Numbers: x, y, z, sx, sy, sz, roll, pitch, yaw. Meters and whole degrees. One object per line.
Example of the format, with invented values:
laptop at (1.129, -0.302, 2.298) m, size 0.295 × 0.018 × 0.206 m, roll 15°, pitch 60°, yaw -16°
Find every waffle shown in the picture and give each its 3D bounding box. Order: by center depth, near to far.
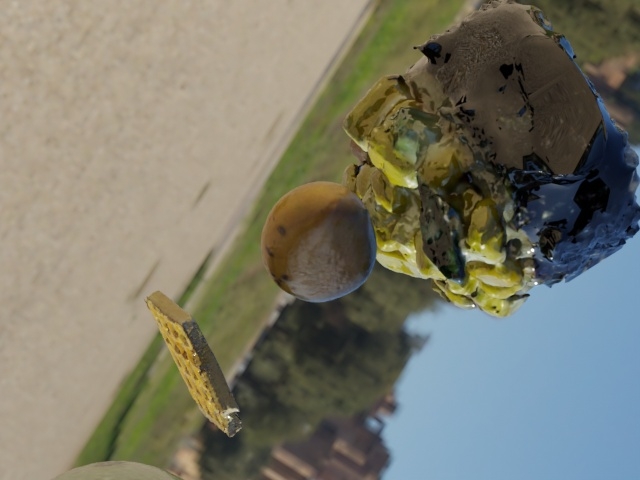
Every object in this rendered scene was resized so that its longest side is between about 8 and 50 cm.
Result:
waffle at (-0.110, 0.112, 1.404) m, size 0.021 × 0.135 × 0.092 m, roll -33°, pitch -153°, yaw -17°

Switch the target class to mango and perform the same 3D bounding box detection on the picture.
mango at (0.000, 0.000, 1.049) m, size 0.114 × 0.078 × 0.057 m, roll 103°, pitch -12°, yaw -59°

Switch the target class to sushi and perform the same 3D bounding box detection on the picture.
sushi at (0.181, -0.079, 1.820) m, size 0.285 × 0.328 × 0.329 m, roll -30°, pitch 175°, yaw -8°

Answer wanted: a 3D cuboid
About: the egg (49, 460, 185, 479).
egg at (-0.219, 0.428, 1.734) m, size 0.345 × 0.345 × 0.428 m, roll -57°, pitch -160°, yaw 28°
